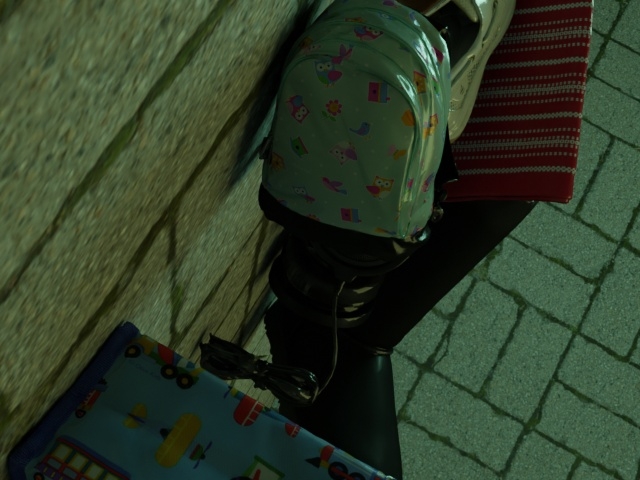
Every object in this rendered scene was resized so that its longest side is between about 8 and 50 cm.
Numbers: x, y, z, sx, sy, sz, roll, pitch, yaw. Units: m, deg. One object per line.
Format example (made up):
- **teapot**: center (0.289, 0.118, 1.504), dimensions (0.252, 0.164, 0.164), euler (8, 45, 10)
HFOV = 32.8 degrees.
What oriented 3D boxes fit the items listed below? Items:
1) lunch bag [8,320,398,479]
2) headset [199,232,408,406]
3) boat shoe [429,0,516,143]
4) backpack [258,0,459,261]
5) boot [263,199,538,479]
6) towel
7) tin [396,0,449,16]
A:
- **lunch bag**: center (-0.104, 0.237, 0.768), dimensions (0.138, 0.221, 0.293), euler (-55, 173, -46)
- **headset**: center (0.000, 0.000, 1.207), dimensions (0.243, 0.185, 0.394), euler (118, -10, -55)
- **boat shoe**: center (0.143, -0.237, 1.140), dimensions (0.096, 0.098, 0.277), euler (54, 48, -64)
- **backpack**: center (0.030, -0.080, 0.776), dimensions (0.115, 0.152, 0.182), euler (-68, 171, -51)
- **boot**: center (0.121, 0.080, 1.347), dimensions (0.146, 0.367, 0.445), euler (16, 127, -41)
- **towel**: center (0.196, -0.175, 1.199), dimensions (0.031, 0.199, 0.275), euler (12, 83, -55)
- **tin**: center (0.146, -0.269, 1.026), dimensions (0.190, 0.040, 0.106), euler (-37, -174, 24)
